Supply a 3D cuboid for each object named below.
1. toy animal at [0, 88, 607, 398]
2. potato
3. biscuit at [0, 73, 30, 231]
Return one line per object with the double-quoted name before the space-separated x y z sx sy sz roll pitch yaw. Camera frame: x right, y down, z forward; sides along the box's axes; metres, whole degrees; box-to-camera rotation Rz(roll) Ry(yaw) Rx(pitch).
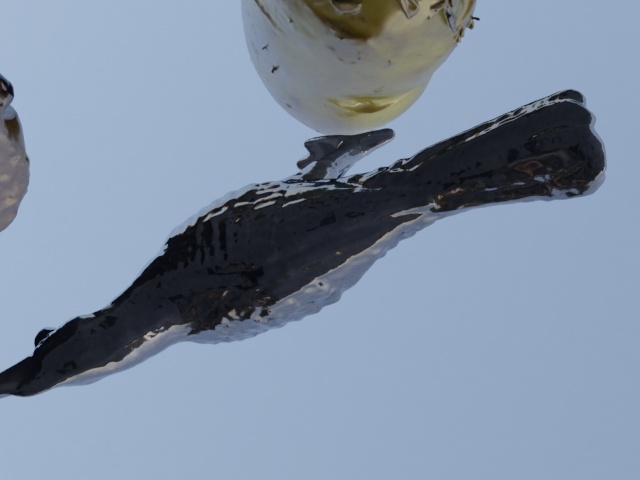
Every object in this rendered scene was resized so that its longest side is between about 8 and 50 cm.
"toy animal" -0.007 -0.004 0.915 0.367 0.206 0.081 -23 -80 19
"potato" 0.019 -0.170 1.088 0.140 0.300 0.173 -14 -102 -11
"biscuit" -0.320 -0.033 0.987 0.296 0.296 0.075 -38 -122 16
